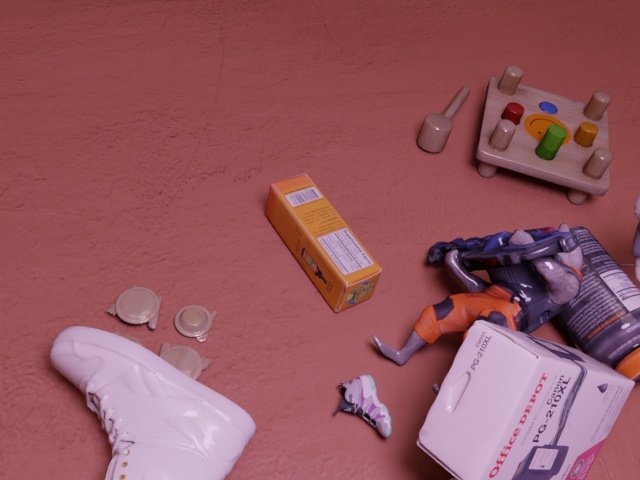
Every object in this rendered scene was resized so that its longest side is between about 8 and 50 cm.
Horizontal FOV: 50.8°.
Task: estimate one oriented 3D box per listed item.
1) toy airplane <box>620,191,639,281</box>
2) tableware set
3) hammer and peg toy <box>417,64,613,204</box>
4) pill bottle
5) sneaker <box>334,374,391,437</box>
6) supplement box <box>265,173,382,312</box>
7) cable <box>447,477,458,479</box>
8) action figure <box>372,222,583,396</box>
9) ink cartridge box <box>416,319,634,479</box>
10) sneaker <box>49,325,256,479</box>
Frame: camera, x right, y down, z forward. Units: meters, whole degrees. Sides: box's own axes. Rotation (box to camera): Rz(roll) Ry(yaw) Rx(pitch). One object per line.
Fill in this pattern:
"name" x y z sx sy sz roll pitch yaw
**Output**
"toy airplane" 0.652 0.017 1.064 0.384 0.272 0.386 -36 97 -35
"tableware set" -0.233 0.138 0.970 0.168 0.020 0.141 16 51 0
"hammer and peg toy" 0.391 -0.233 1.329 0.361 0.127 0.266 18 50 4
"pill bottle" 0.436 0.106 1.054 0.130 0.130 0.246 -14 55 -22
"sneaker" 0.054 0.236 0.935 0.069 0.038 0.098 -11 44 -17
"supplement box" 0.000 0.000 1.093 0.080 0.078 0.233 -18 57 -27
"cable" 0.197 0.405 0.785 0.257 0.089 0.257 -31 62 -31
"action figure" 0.244 0.093 0.996 0.330 0.341 0.179 -36 99 -10
"ink cartridge box" 0.257 0.211 0.831 0.237 0.172 0.100 19 8 -39
"sneaker" -0.245 0.230 0.833 0.292 0.108 0.169 25 47 8
